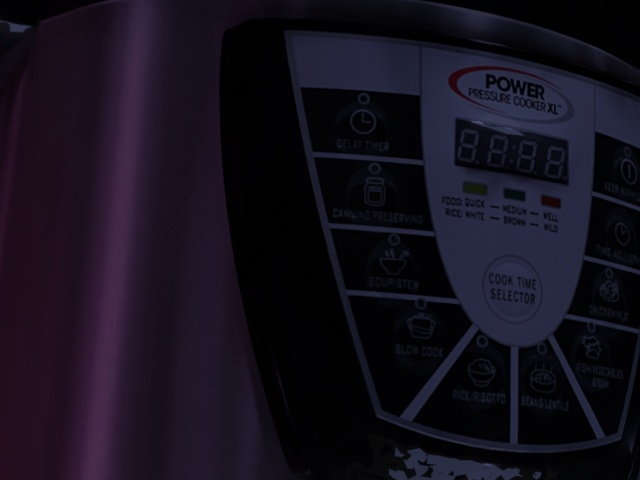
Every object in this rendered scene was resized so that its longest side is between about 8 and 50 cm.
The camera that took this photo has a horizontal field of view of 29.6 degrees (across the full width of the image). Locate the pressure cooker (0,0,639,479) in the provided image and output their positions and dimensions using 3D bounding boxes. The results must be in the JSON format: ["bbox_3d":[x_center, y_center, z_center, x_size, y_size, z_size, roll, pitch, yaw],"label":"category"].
[{"bbox_3d":[-0.004,0.001,0.639,0.376,0.420,0.370,0,167,20],"label":"pressure cooker"}]
